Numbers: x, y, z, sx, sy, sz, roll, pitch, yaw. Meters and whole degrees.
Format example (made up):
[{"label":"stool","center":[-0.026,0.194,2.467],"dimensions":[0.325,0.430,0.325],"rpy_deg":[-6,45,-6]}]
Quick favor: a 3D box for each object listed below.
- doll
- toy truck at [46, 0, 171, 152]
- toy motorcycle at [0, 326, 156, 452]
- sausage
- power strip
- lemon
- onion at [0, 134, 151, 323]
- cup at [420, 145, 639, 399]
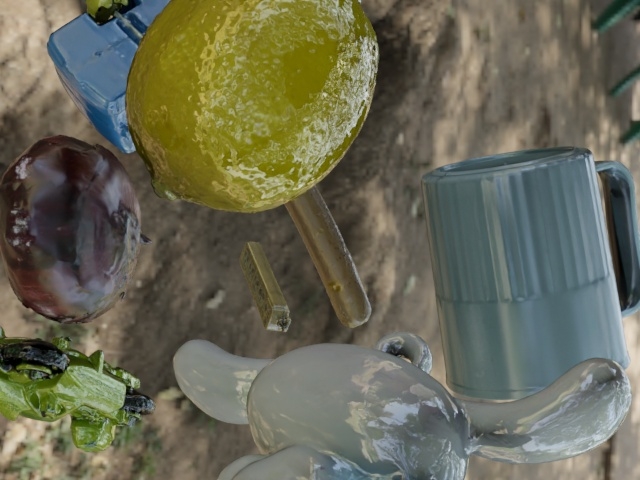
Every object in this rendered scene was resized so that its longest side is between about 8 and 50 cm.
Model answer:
[{"label":"doll","center":[0.018,0.220,0.815],"dimensions":[0.187,0.376,0.365],"rpy_deg":[52,41,-31]},{"label":"toy truck","center":[-0.150,-0.266,1.381],"dimensions":[0.385,0.161,0.162],"rpy_deg":[-36,160,-24]},{"label":"toy motorcycle","center":[-0.393,0.214,1.597],"dimensions":[0.342,0.206,0.142],"rpy_deg":[45,54,-58]},{"label":"sausage","center":[0.001,-0.001,1.704],"dimensions":[0.301,0.066,0.066],"rpy_deg":[65,31,-13]},{"label":"power strip","center":[-0.124,0.100,2.376],"dimensions":[0.064,0.044,0.305],"rpy_deg":[-68,-151,28]},{"label":"lemon","center":[-0.067,-0.168,1.139],"dimensions":[0.320,0.245,0.245],"rpy_deg":[-51,145,-11]},{"label":"onion","center":[-0.350,-0.013,1.449],"dimensions":[0.252,0.219,0.252],"rpy_deg":[-5,90,-81]},{"label":"cup","center":[0.316,0.031,1.538],"dimensions":[0.257,0.331,0.311],"rpy_deg":[-102,-179,-82]}]
